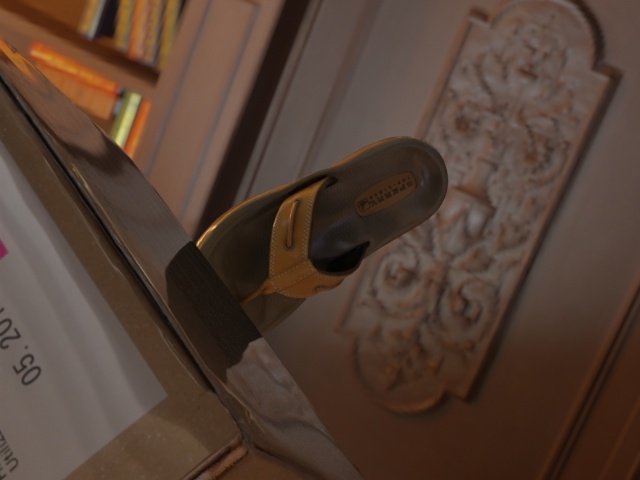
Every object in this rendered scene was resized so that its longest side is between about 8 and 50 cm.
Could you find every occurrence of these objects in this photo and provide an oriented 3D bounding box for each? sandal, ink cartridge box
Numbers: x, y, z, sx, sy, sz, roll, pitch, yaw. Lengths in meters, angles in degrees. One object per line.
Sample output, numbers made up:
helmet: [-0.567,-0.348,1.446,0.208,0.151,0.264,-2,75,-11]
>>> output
sandal: [0.000,0.000,0.708,0.180,0.072,0.049,-31,-158,-13]
ink cartridge box: [-0.089,0.032,0.500,0.235,0.088,0.193,52,-178,26]
